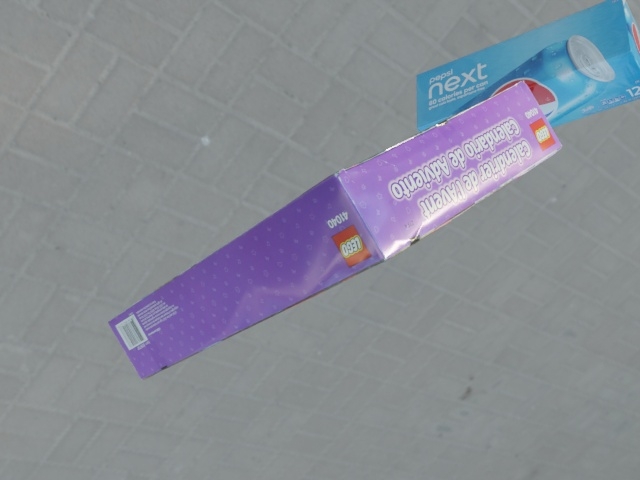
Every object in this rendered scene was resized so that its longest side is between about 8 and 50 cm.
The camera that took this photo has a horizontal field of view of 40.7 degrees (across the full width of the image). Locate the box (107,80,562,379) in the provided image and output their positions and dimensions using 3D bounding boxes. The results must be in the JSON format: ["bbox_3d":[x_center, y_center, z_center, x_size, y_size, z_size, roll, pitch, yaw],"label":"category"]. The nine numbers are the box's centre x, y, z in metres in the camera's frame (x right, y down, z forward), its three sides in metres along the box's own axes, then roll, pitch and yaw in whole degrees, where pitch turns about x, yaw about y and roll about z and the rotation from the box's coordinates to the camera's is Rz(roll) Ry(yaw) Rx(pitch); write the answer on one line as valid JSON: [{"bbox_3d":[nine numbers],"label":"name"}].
[{"bbox_3d":[0.000,0.000,0.611,0.201,0.057,0.293,-30,-179,-42],"label":"box"}]

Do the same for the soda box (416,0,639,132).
[{"bbox_3d":[0.198,-0.148,0.819,0.210,0.071,0.067,-17,143,32],"label":"soda box"}]
